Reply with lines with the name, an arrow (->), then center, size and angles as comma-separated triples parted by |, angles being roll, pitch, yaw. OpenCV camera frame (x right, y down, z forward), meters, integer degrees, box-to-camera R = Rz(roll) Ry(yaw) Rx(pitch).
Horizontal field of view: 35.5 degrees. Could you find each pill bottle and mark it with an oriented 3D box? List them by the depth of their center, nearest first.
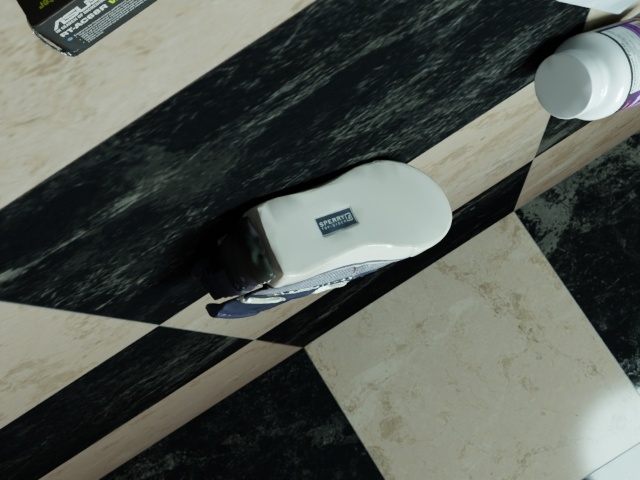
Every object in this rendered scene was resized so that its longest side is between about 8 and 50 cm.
pill bottle -> 0.352, -0.210, 1.245 | 0.193, 0.108, 0.108 | -23, 166, -42

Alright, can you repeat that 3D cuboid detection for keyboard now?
keyboard -> 0.328, -0.283, 1.115 | 0.072, 0.014, 0.256 | -33, 171, 30

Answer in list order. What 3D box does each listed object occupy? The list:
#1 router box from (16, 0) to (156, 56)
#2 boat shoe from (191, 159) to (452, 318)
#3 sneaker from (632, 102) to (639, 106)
router box -> -0.070, -0.140, 0.361 | 0.122, 0.092, 0.038 | -33, 170, 6
boat shoe -> 0.000, 0.000, 1.199 | 0.340, 0.127, 0.158 | -12, 165, -43
sneaker -> 0.465, -0.250, 1.429 | 0.161, 0.102, 0.282 | -24, 167, -26
